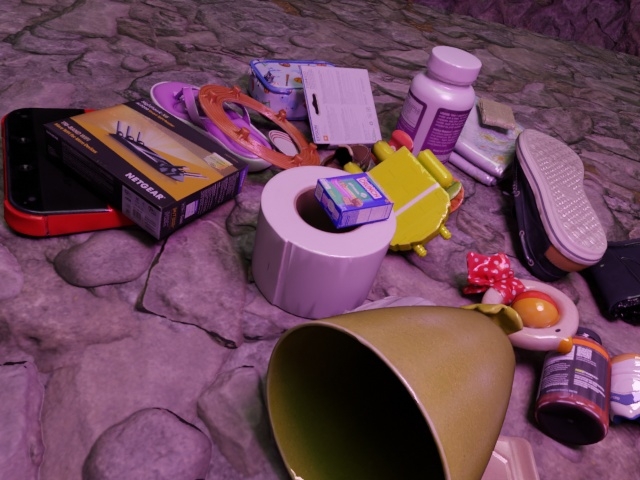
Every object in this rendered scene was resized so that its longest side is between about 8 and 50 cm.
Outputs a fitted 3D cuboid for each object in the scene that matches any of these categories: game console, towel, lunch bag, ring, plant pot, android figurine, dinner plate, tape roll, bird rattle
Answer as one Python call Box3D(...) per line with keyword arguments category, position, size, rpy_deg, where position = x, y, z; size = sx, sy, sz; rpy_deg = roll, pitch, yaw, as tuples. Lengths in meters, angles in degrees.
Box3D(category="game console", position=(-0.476, -0.164, 0.973), size=(0.341, 0.060, 0.387), rpy_deg=(-7, 48, -31))
Box3D(category="towel", position=(0.538, -0.386, 1.392), size=(0.110, 0.027, 0.148), rpy_deg=(14, 42, -3))
Box3D(category="lunch bag", position=(-0.068, -0.462, 1.360), size=(0.303, 0.115, 0.243), rpy_deg=(-7, 45, -24))
Box3D(category="ring", position=(-0.135, -0.279, 1.101), size=(0.336, 0.032, 0.337), rpy_deg=(29, 27, -16))
Box3D(category="plant pot", position=(0.126, 0.197, 0.601), size=(0.293, 0.275, 0.275), rpy_deg=(-14, 49, -42))
Box3D(category="android figurine", position=(0.167, -0.089, 0.983), size=(0.248, 0.056, 0.273), rpy_deg=(-37, 66, 1))
Box3D(category="dinner plate", position=(-0.073, -0.230, 1.154), size=(0.141, 0.017, 0.141), rpy_deg=(31, 26, -17))
Box3D(category="towel", position=(0.470, -0.329, 1.396), size=(0.320, 0.090, 0.374), rpy_deg=(-26, 57, -37))
Box3D(category="tape roll", position=(0.000, 0.000, 0.849), size=(0.246, 0.169, 0.246), rpy_deg=(8, 44, -8))
Box3D(category="bird rattle", position=(0.360, 0.130, 0.846), size=(0.206, 0.143, 0.253), rpy_deg=(11, 29, 21))

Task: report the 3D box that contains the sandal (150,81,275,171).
Box3D(category="sandal", position=(-0.264, -0.325, 1.158), size=(0.416, 0.102, 0.169), rpy_deg=(36, 46, 18))

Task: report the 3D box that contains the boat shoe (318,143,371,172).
Box3D(category="boat shoe", position=(0.064, -0.191, 1.123), size=(0.095, 0.095, 0.257), rpy_deg=(27, 44, 12))

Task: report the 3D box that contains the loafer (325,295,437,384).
Box3D(category="loafer", position=(0.054, 0.170, 0.749), size=(0.319, 0.112, 0.111), rpy_deg=(-14, 15, -28))

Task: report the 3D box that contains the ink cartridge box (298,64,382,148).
Box3D(category="ink cartridge box", position=(0.049, -0.362, 1.244), size=(0.223, 0.045, 0.224), rpy_deg=(-7, 84, -30))

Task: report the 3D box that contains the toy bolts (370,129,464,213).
Box3D(category="toy bolts", position=(0.206, -0.123, 1.105), size=(0.218, 0.158, 0.229), rpy_deg=(-36, 66, 5))

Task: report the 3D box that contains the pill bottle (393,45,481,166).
Box3D(category="pill bottle", position=(0.298, -0.333, 1.189), size=(0.169, 0.302, 0.169), rpy_deg=(9, 43, -8))

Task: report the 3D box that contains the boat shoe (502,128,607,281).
Box3D(category="boat shoe", position=(0.554, -0.109, 1.130), size=(0.186, 0.156, 0.500), rpy_deg=(18, 47, -6))

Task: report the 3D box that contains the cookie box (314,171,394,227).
Box3D(category="cookie box", position=(0.057, -0.072, 0.787), size=(0.107, 0.040, 0.092), rpy_deg=(-11, 48, -28))

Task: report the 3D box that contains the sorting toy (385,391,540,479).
Box3D(category="sorting toy", position=(0.198, 0.331, 0.662), size=(0.228, 0.041, 0.307), rpy_deg=(8, 43, -2))

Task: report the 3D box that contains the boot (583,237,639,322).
Box3D(category="boot", position=(0.719, 0.091, 1.021), size=(0.246, 0.094, 0.207), rpy_deg=(1, 40, -6))

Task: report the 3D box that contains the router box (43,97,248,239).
Box3D(category="router box", position=(-0.342, -0.160, 0.920), size=(0.308, 0.081, 0.243), rpy_deg=(33, 40, 13))

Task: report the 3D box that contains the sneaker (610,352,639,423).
Box3D(category="sneaker", position=(0.629, 0.314, 0.777), size=(0.296, 0.112, 0.131), rpy_deg=(23, 60, 10))

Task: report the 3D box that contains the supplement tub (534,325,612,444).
Box3D(category="supplement tub", position=(0.436, 0.236, 0.778), size=(0.106, 0.106, 0.198), rpy_deg=(29, 44, 14))
